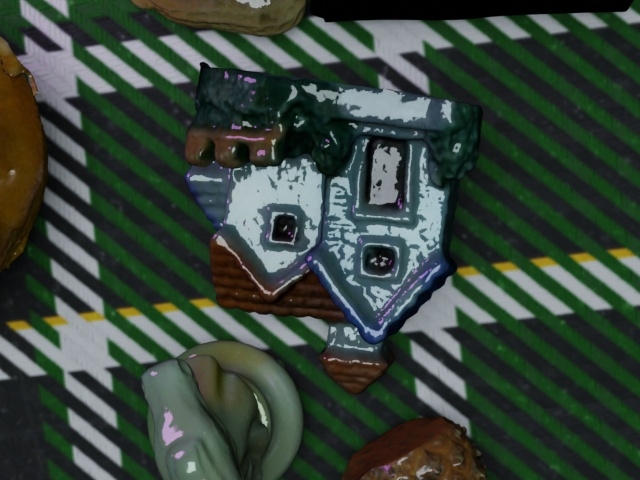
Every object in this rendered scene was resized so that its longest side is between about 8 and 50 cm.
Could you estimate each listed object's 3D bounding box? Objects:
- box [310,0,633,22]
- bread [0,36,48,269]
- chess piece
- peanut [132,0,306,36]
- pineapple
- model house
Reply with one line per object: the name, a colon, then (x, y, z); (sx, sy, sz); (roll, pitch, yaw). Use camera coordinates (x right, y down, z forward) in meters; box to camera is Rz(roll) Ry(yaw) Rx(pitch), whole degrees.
box: (0.156, -0.349, 1.699); (0.341, 0.143, 0.225); (-1, 89, 6)
bread: (-0.454, -0.085, 1.722); (0.336, 0.204, 0.358); (29, 96, 2)
chess piece: (-0.113, 0.195, 1.642); (0.175, 0.298, 0.176); (0, 92, 5)
peanut: (-0.110, -0.270, 1.748); (0.194, 0.083, 0.093); (11, 104, 4)
pineapple: (0.140, 0.327, 1.709); (0.157, 0.158, 0.279); (-28, 100, 4)
model house: (0.000, 0.000, 1.669); (0.294, 0.252, 0.329); (8, 97, 5)
